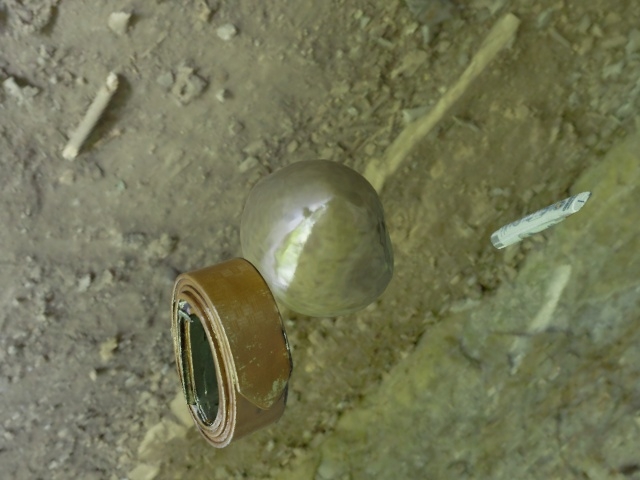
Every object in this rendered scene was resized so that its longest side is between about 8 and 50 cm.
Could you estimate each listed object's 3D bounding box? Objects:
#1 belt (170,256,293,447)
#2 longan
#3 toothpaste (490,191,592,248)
[{"bbox_3d":[-0.042,0.052,0.339,0.036,0.059,0.083,-17,112,-35],"label":"belt"},{"bbox_3d":[0.000,0.000,1.084,0.215,0.246,0.246,-59,158,-4],"label":"longan"},{"bbox_3d":[0.402,-0.035,1.399,0.062,0.039,0.239,-43,-175,-31],"label":"toothpaste"}]
